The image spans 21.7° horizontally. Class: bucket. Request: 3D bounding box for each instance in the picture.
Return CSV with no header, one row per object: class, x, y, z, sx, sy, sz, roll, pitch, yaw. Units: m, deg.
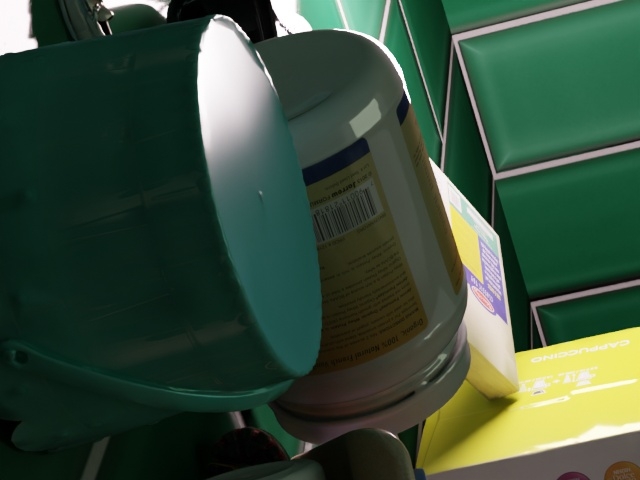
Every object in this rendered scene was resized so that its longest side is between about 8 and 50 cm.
bucket,-0.119,-0.008,1.084,0.281,0.183,0.281,-13,90,-77

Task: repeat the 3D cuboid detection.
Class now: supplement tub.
supplement tub,0.000,0.000,1.467,0.228,0.228,0.316,-80,154,-58

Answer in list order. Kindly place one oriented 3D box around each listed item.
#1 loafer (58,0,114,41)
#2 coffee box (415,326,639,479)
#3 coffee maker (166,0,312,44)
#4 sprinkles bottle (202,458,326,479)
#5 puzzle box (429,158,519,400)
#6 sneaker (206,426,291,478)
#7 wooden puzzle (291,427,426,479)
loafer,-0.174,-0.164,1.311,0.045,0.039,0.125,-54,130,-71
coffee box,0.344,0.355,2.306,0.338,0.337,0.334,-66,140,-68
coffee maker,-0.079,-0.194,1.617,0.171,0.120,0.178,56,8,14
sprinkles bottle,-0.019,0.354,1.293,0.121,0.121,0.355,-15,92,-77
puzzle box,0.138,0.008,2.203,0.409,0.052,0.272,44,32,-43
sneaker,-0.031,0.264,1.402,0.093,0.088,0.225,7,72,-80
wooden puzzle,0.060,0.322,1.390,0.348,0.080,0.322,138,-60,-72
